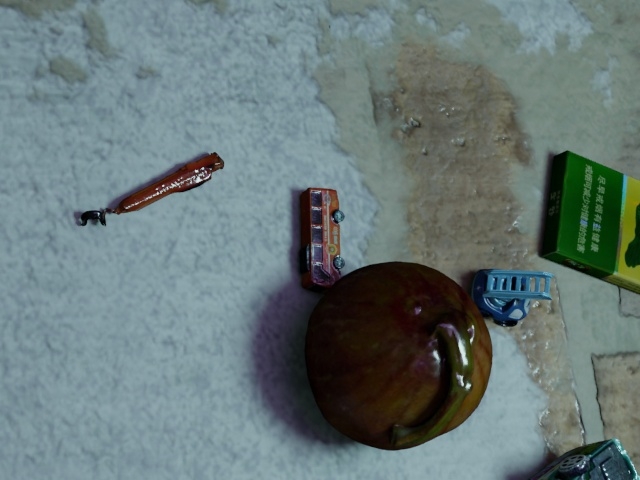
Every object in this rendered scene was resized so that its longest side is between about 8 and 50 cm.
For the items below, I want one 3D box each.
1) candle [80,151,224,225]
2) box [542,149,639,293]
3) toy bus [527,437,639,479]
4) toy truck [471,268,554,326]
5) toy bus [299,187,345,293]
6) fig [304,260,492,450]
[{"bbox_3d":[-0.164,-0.047,1.530,0.167,0.021,0.026,-28,90,-33],"label":"candle"},{"bbox_3d":[0.369,-0.007,1.820,0.235,0.034,0.132,19,67,-24],"label":"box"},{"bbox_3d":[0.219,0.299,1.603,0.262,0.109,0.091,-27,92,-31],"label":"toy bus"},{"bbox_3d":[0.211,0.055,1.678,0.073,0.090,0.056,18,68,-25],"label":"toy truck"},{"bbox_3d":[0.000,0.000,1.607,0.043,0.031,0.110,7,71,-26],"label":"toy bus"},{"bbox_3d":[0.086,0.116,1.531,0.205,0.205,0.205,9,72,-28],"label":"fig"}]
